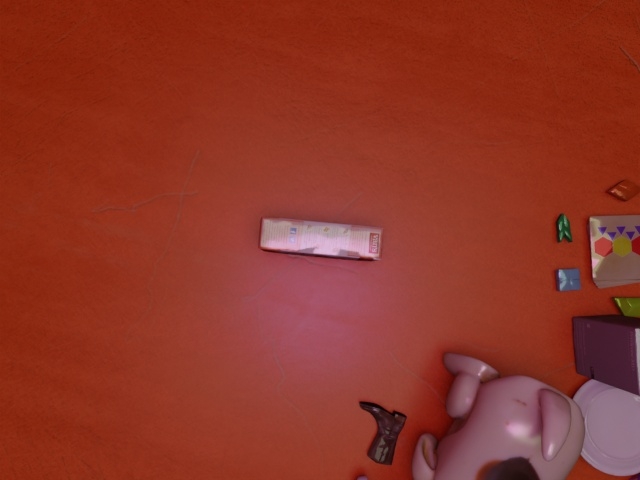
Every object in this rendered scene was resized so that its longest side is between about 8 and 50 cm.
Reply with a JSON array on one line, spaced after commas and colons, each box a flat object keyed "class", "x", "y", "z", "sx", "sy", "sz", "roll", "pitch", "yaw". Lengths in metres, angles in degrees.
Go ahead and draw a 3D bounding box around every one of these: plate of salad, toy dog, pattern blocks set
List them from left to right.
[{"class": "toy dog", "x": 0.307, "y": 0.452, "z": 1.107, "sx": 0.285, "sy": 0.395, "sz": 0.407, "roll": 31, "pitch": 78, "yaw": -8}, {"class": "plate of salad", "x": 0.603, "y": 0.376, "z": 1.278, "sx": 0.200, "sy": 0.048, "sz": 0.199, "roll": 0, "pitch": 76, "yaw": -2}, {"class": "pattern blocks set", "x": 0.652, "y": 0.017, "z": 1.309, "sx": 0.325, "sy": 0.026, "sz": 0.285, "roll": 7, "pitch": 86, "yaw": -1}]

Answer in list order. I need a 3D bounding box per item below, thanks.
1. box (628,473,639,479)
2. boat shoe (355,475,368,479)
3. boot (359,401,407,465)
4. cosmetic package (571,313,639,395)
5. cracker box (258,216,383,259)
[{"class": "box", "x": 0.787, "y": 0.543, "z": 1.211, "sx": 0.293, "sy": 0.057, "sz": 0.201, "roll": 42, "pitch": 127, "yaw": 1}, {"class": "boat shoe", "x": 0.079, "y": 0.586, "z": 1.237, "sx": 0.076, "sy": 0.083, "sz": 0.226, "roll": -9, "pitch": 88, "yaw": -3}, {"class": "boot", "x": 0.112, "y": 0.397, "z": 1.275, "sx": 0.107, "sy": 0.037, "sz": 0.114, "roll": 20, "pitch": 91, "yaw": 2}, {"class": "cosmetic package", "x": 0.585, "y": 0.212, "z": 1.191, "sx": 0.107, "sy": 0.238, "sz": 0.127, "roll": -3, "pitch": 86, "yaw": -1}, {"class": "cracker box", "x": 0.000, "y": 0.000, "z": 1.233, "sx": 0.233, "sy": 0.156, "sz": 0.067, "roll": 5, "pitch": 87, "yaw": 0}]
